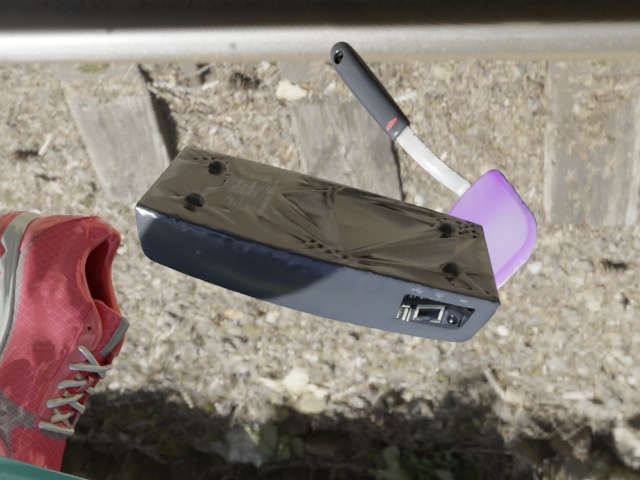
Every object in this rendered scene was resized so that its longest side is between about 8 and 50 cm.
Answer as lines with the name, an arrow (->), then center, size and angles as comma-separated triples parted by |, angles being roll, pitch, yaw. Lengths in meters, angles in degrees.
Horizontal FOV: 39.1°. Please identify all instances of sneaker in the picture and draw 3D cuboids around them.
sneaker -> -0.253, 0.112, 0.862 | 0.136, 0.313, 0.116 | -6, 162, 10

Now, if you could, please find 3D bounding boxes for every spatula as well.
spatula -> 0.096, -0.086, 0.850 | 0.296, 0.030, 0.084 | 52, 123, 20

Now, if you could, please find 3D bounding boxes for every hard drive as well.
hard drive -> 0.000, 0.000, 0.679 | 0.255, 0.172, 0.054 | 15, 112, -1

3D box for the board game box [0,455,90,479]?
board game box -> -0.183, 0.154, 0.225 | 0.336, 0.253, 0.079 | 15, 123, 1
